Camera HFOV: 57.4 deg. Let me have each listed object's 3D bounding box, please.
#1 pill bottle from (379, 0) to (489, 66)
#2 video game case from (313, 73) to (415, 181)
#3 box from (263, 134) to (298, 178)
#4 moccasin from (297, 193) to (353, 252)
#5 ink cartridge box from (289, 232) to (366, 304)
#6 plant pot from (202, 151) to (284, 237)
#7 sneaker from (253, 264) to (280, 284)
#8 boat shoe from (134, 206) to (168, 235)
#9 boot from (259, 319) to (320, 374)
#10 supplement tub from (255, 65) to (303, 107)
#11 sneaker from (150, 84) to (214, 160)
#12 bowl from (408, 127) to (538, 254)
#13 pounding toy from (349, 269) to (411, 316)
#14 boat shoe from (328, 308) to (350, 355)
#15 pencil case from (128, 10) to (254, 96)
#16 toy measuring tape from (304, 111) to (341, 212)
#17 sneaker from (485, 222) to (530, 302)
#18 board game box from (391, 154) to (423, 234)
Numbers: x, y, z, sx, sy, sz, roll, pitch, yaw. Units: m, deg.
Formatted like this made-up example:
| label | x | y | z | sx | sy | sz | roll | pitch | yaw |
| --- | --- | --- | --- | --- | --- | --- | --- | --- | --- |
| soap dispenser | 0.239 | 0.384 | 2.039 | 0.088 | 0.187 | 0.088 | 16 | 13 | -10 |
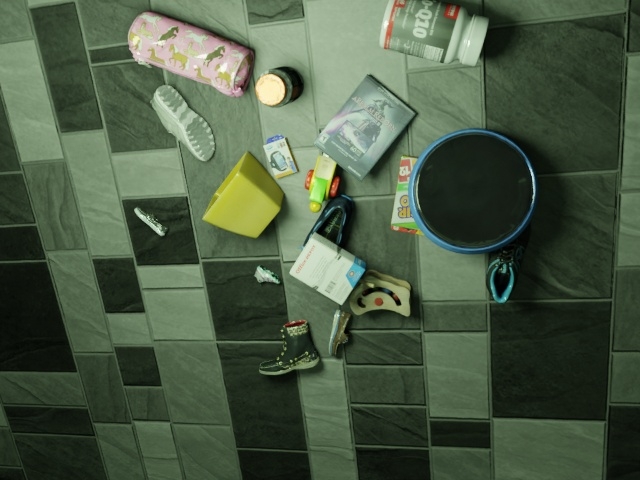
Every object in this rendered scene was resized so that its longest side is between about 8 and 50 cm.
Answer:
| label | x | y | z | sx | sy | sz | roll | pitch | yaw |
| --- | --- | --- | --- | --- | --- | --- | --- | --- | --- |
| pill bottle | 0.324 | -0.601 | 1.674 | 0.284 | 0.161 | 0.161 | 16 | 112 | 7 |
| video game case | 0.137 | -0.351 | 1.837 | 0.196 | 0.026 | 0.274 | 38 | 96 | -3 |
| box | -0.135 | -0.284 | 1.963 | 0.081 | 0.028 | 0.136 | -17 | 107 | 18 |
| moccasin | 0.000 | 0.000 | 1.985 | 0.138 | 0.117 | 0.341 | 21 | 113 | 4 |
| ink cartridge box | 0.025 | 0.090 | 1.902 | 0.203 | 0.086 | 0.148 | 32 | 109 | -2 |
| plant pot | -0.242 | -0.135 | 1.956 | 0.187 | 0.212 | 0.212 | 35 | 113 | -16 |
| sneaker | -0.198 | 0.142 | 2.126 | 0.098 | 0.038 | 0.069 | 37 | 115 | 8 |
| boat shoe | -0.616 | -0.076 | 2.138 | 0.142 | 0.049 | 0.040 | 43 | 93 | -6 |
| boot | -0.132 | 0.398 | 2.177 | 0.237 | 0.085 | 0.178 | -12 | 104 | 10 |
| supplement tub | -0.129 | -0.474 | 1.805 | 0.117 | 0.190 | 0.116 | 4 | 109 | 11 |
| sneaker | -0.464 | -0.389 | 1.979 | 0.115 | 0.105 | 0.281 | -14 | 114 | 52 |
| bowl | 0.463 | -0.151 | 1.786 | 0.392 | 0.077 | 0.390 | 0 | 90 | 11 |
| pounding toy | 0.180 | 0.198 | 1.995 | 0.270 | 0.155 | 0.154 | 18 | 108 | 6 |
| boat shoe | 0.072 | 0.341 | 2.119 | 0.066 | 0.066 | 0.183 | 10 | 111 | 7 |
| pencil case | -0.401 | -0.585 | 1.844 | 0.386 | 0.160 | 0.167 | 20 | 121 | 4 |
| toy measuring tape | 0.025 | -0.249 | 1.919 | 0.122 | 0.121 | 0.329 | 16 | 89 | 7 |
| sneaker | 0.598 | 0.037 | 1.854 | 0.125 | 0.139 | 0.340 | 4 | 109 | 14 |
| board game box | 0.307 | -0.143 | 1.913 | 0.124 | 0.039 | 0.259 | 10 | 114 | 10 |
